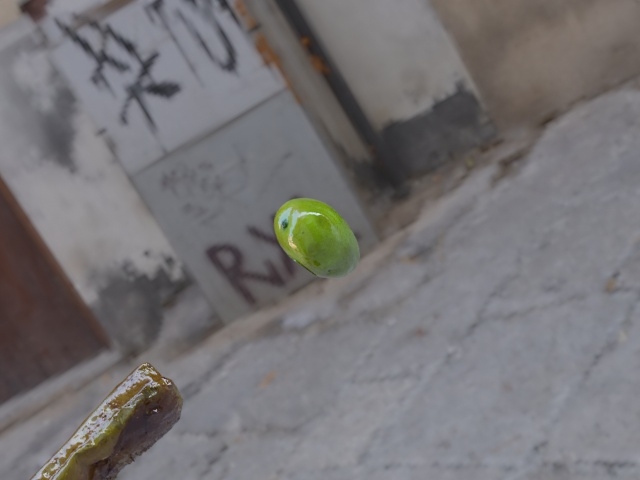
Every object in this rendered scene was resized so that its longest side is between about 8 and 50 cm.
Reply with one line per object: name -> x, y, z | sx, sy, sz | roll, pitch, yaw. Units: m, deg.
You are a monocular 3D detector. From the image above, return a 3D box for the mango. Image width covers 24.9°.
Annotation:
mango -> 0.000, 0.000, 1.269 | 0.056, 0.108, 0.073 | -42, 56, 4

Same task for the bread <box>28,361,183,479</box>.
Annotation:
bread -> -0.298, 0.287, 1.958 | 0.271, 0.077, 0.139 | -45, -20, -16
